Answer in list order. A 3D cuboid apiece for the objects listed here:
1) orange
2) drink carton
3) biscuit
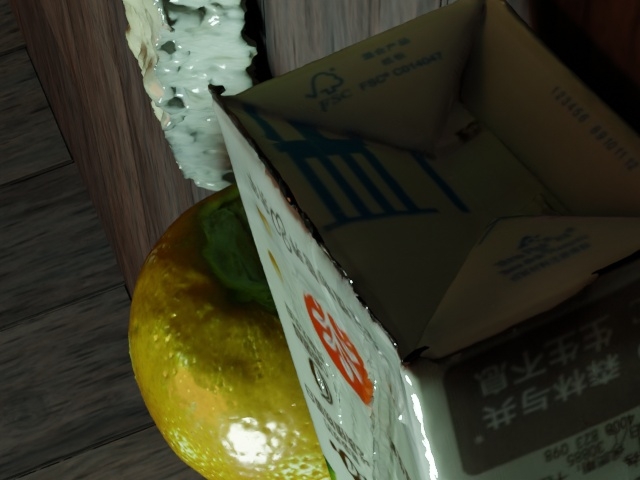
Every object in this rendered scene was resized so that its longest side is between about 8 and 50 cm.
[{"bbox_3d":[-0.048,0.079,1.366,0.237,0.158,0.179,60,177,32],"label":"orange"},{"bbox_3d":[0.079,0.084,0.791,0.194,0.132,0.324,-124,15,-50],"label":"drink carton"},{"bbox_3d":[-0.102,-0.162,1.397,0.281,0.084,0.179,82,164,-54],"label":"biscuit"}]
